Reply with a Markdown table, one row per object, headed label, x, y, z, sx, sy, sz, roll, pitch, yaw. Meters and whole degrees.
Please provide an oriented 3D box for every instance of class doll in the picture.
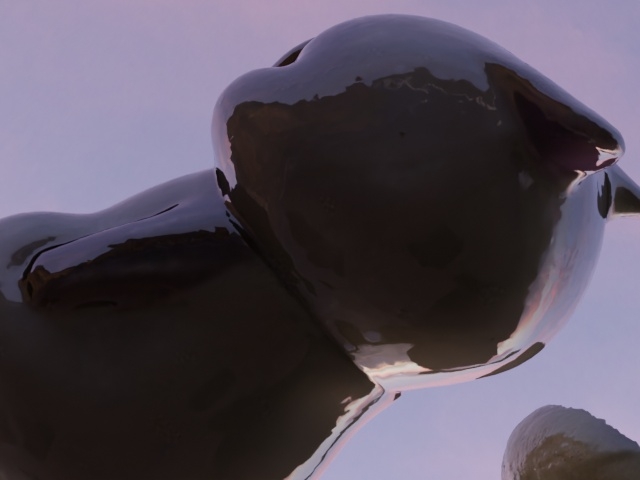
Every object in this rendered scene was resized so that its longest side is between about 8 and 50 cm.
| label | x | y | z | sx | sy | sz | roll | pitch | yaw |
| --- | --- | --- | --- | --- | --- | --- | --- | --- | --- |
| doll | -0.031 | 0.025 | 0.662 | 0.370 | 0.215 | 0.226 | -39 | -115 | 7 |

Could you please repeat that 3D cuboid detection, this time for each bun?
| label | x | y | z | sx | sy | sz | roll | pitch | yaw |
| --- | --- | --- | --- | --- | --- | --- | --- | --- | --- |
| bun | 0.275 | 0.285 | 1.221 | 0.146 | 0.287 | 0.287 | -42 | -72 | -9 |
